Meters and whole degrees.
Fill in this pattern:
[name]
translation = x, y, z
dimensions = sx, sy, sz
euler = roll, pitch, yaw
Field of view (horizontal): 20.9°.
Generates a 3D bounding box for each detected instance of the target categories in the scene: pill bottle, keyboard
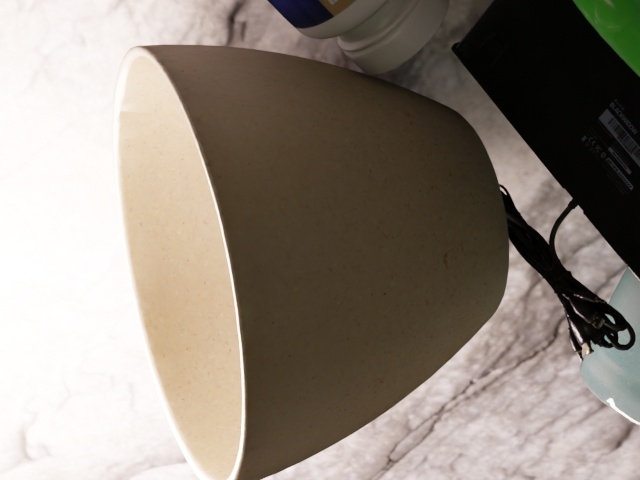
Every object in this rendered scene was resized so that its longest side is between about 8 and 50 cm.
[pill bottle]
translation = 0.001, -0.209, 1.221
dimensions = 0.112, 0.112, 0.187
euler = -32, 120, 28
[keyboard]
translation = 0.202, -0.044, 1.248
dimensions = 0.033, 0.317, 0.201
euler = -4, 141, -49

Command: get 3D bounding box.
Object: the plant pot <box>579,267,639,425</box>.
[plant pot]
translation = 0.364, 0.049, 1.314
dimensions = 0.293, 0.293, 0.196
euler = 12, 104, -4

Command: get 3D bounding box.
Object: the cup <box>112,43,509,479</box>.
[cup]
translation = 0.000, 0.000, 1.296
dimensions = 0.237, 0.331, 0.331
euler = -12, 132, -17

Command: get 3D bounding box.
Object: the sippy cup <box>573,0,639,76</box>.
[sippy cup]
translation = 0.314, -0.193, 1.142
dimensions = 0.305, 0.240, 0.224
euler = 29, 117, -29
